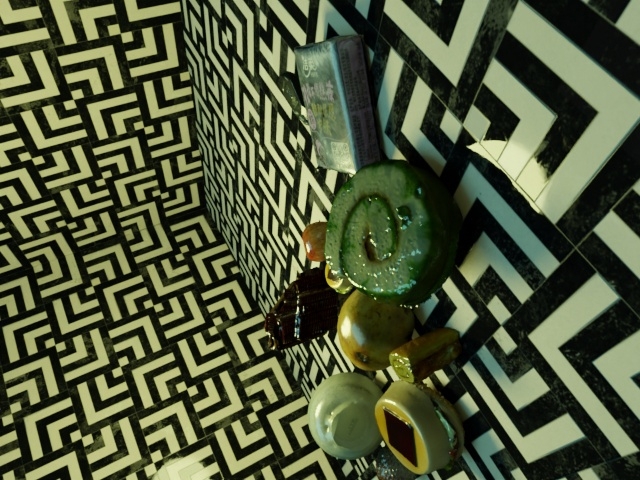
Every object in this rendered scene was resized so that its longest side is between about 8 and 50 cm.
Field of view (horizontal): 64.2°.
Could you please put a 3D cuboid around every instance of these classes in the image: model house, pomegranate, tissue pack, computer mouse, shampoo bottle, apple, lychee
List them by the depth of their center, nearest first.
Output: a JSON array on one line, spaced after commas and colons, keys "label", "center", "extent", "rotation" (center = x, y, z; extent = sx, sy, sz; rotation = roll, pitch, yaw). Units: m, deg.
[{"label": "tissue pack", "center": [0.047, -0.367, 1.407], "extent": [0.259, 0.121, 0.362], "rotation": [27, 133, 59]}, {"label": "pomegranate", "center": [0.166, 0.258, 1.560], "extent": [0.260, 0.260, 0.261], "rotation": [52, 154, 38]}, {"label": "computer mouse", "center": [-0.068, -0.470, 1.671], "extent": [0.193, 0.062, 0.106], "rotation": [62, 159, 1]}, {"label": "apple", "center": [0.000, 0.000, 1.878], "extent": [0.146, 0.130, 0.147], "rotation": [162, 90, -84]}, {"label": "lychee", "center": [0.293, 0.882, 1.967], "extent": [0.165, 0.165, 0.198], "rotation": [110, 161, -61]}, {"label": "shampoo bottle", "center": [0.108, 0.681, 1.988], "extent": [0.323, 0.322, 0.317], "rotation": [64, -178, 13]}, {"label": "model house", "center": [-0.077, 0.241, 1.992], "extent": [0.283, 0.316, 0.297], "rotation": [106, 149, -64]}]

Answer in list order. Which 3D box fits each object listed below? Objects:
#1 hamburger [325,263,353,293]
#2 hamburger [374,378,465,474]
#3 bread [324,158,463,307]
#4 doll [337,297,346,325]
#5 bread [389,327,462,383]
[{"label": "hamburger", "center": [0.077, 0.124, 1.853], "extent": [0.126, 0.081, 0.141], "rotation": [-6, 84, 54]}, {"label": "hamburger", "center": [0.306, 0.571, 1.580], "extent": [0.302, 0.170, 0.302], "rotation": [39, 141, 41]}, {"label": "bread", "center": [0.155, -0.007, 1.240], "extent": [0.382, 0.129, 0.367], "rotation": [-42, 51, 39]}, {"label": "doll", "center": [0.125, 0.332, 1.938], "extent": [0.278, 0.119, 0.154], "rotation": [-129, 25, -61]}, {"label": "bread", "center": [0.287, 0.312, 1.390], "extent": [0.103, 0.172, 0.132], "rotation": [66, 159, -2]}]
